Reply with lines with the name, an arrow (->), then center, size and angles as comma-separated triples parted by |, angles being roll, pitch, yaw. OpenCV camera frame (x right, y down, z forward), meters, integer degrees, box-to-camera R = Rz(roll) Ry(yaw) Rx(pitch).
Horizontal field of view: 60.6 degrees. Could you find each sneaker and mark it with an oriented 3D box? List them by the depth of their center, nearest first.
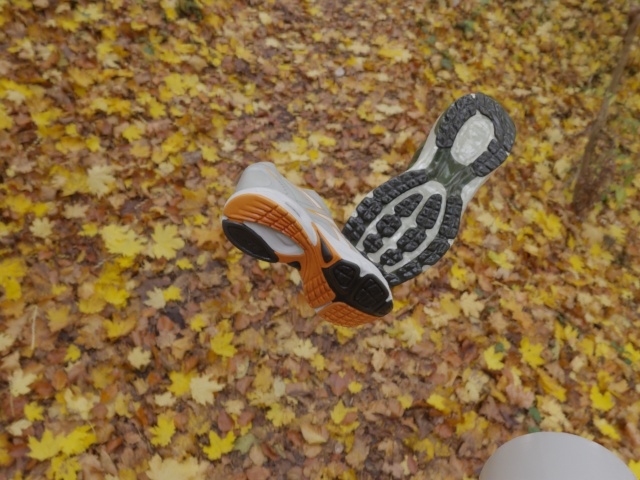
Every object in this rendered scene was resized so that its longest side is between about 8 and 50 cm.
sneaker -> 0.000, 0.000, 0.664 | 0.099, 0.262, 0.121 | -30, 34, 25
sneaker -> 0.171, -0.064, 0.950 | 0.158, 0.182, 0.410 | 43, 75, 2

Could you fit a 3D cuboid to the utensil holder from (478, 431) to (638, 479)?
utensil holder -> 0.386, 0.530, 0.857 | 0.328, 0.327, 0.385 | 22, 14, 16
